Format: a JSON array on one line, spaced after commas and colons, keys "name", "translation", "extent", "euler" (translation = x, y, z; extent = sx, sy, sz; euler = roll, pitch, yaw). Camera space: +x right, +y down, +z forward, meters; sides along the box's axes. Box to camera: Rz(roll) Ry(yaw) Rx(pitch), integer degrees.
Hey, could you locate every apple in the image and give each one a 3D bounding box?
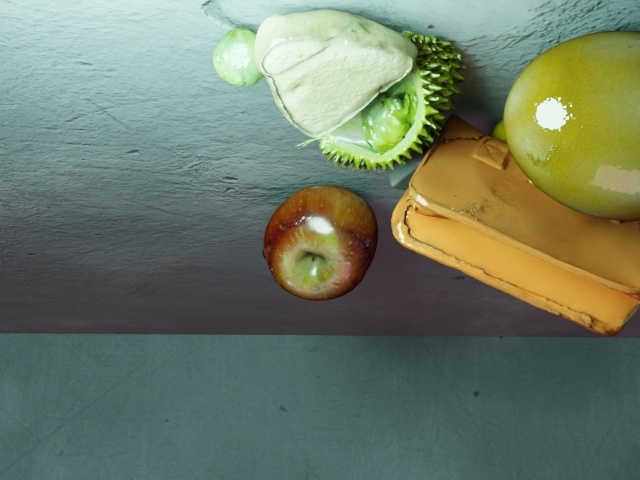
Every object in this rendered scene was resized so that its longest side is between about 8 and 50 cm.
[{"name": "apple", "translation": [0.000, 0.000, 1.889], "extent": [0.251, 0.206, 0.272], "euler": [16, 127, 0]}]

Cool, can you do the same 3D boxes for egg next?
[{"name": "egg", "translation": [0.450, -0.171, 1.253], "extent": [0.351, 0.283, 0.282], "euler": [9, 161, -10]}]

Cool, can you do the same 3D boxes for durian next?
[{"name": "durian", "translation": [0.123, -0.220, 1.406], "extent": [0.169, 0.157, 0.355], "euler": [40, 141, -7]}]

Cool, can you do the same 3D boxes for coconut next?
[{"name": "coconut", "translation": [-0.114, -0.280, 1.262], "extent": [0.088, 0.096, 0.088], "euler": [28, 155, 14]}]

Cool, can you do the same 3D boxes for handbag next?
[{"name": "handbag", "translation": [0.343, -0.035, 1.369], "extent": [0.410, 0.303, 0.116], "euler": [25, 131, 10]}]

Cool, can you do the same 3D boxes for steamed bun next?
[{"name": "steamed bun", "translation": [0.003, -0.276, 1.235], "extent": [0.231, 0.110, 0.212], "euler": [-32, 140, 29]}]

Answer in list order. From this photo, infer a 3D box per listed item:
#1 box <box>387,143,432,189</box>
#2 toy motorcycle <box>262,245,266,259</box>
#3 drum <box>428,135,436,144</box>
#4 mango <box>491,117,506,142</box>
[{"name": "box", "translation": [0.249, -0.127, 1.613], "extent": [0.243, 0.055, 0.103], "euler": [8, 147, -35]}, {"name": "toy motorcycle", "translation": [-0.050, -0.020, 2.073], "extent": [0.212, 0.118, 0.084], "euler": [-18, 137, 16]}, {"name": "drum", "translation": [0.186, -0.189, 1.598], "extent": [0.130, 0.049, 0.253], "euler": [-4, 159, 14]}, {"name": "mango", "translation": [0.375, -0.180, 1.548], "extent": [0.137, 0.098, 0.195], "euler": [0, 169, -9]}]
